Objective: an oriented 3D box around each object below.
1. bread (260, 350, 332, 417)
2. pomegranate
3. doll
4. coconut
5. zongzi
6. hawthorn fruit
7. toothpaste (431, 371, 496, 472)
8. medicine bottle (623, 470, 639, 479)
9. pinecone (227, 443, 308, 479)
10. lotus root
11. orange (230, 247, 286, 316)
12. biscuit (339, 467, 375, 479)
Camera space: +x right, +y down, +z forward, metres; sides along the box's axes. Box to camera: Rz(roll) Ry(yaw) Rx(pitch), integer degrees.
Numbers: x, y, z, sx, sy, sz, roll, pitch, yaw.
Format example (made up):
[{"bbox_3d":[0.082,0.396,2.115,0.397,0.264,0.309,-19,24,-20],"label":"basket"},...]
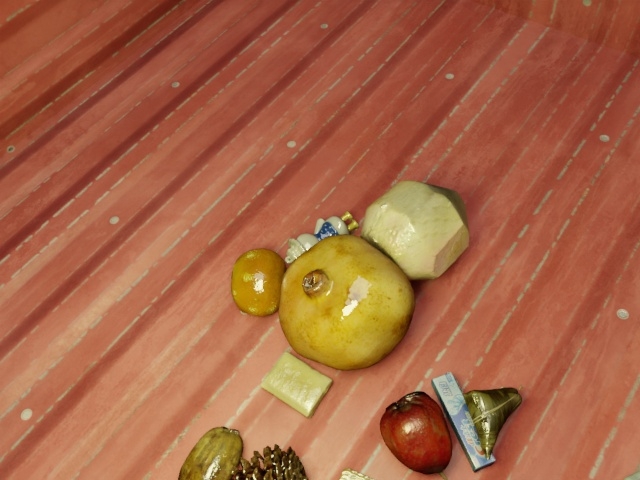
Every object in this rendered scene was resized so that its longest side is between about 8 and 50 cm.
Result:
[{"bbox_3d":[-0.071,0.435,1.750,0.178,0.060,0.139,29,66,22],"label":"bread"},{"bbox_3d":[0.068,0.173,1.703,0.417,0.416,0.416,-3,57,4],"label":"pomegranate"},{"bbox_3d":[0.000,0.000,2.003,0.293,0.119,0.138,-33,76,-21],"label":"doll"},{"bbox_3d":[0.313,-0.044,1.863,0.353,0.352,0.352,-3,57,4],"label":"coconut"},{"bbox_3d":[0.503,0.500,1.605,0.187,0.084,0.184,0,60,-24],"label":"zongzi"},{"bbox_3d":[0.272,0.547,1.585,0.190,0.189,0.251,-23,77,-9],"label":"hawthorn fruit"},{"bbox_3d":[0.403,0.512,1.652,0.066,0.053,0.272,-19,57,-6],"label":"toothpaste"},{"bbox_3d":[0.828,0.647,1.502,0.203,0.083,0.083,-19,57,-5],"label":"medicine bottle"},{"bbox_3d":[-0.136,0.649,1.552,0.205,0.179,0.184,-25,100,10],"label":"pinecone"},{"bbox_3d":[-0.310,0.637,1.600,0.145,0.128,0.260,3,54,40],"label":"lotus root"},{"bbox_3d":[-0.205,0.125,1.908,0.179,0.158,0.237,1,57,5],"label":"orange"},{"bbox_3d":[0.147,0.737,1.548,0.255,0.029,0.172,19,60,18],"label":"biscuit"}]
